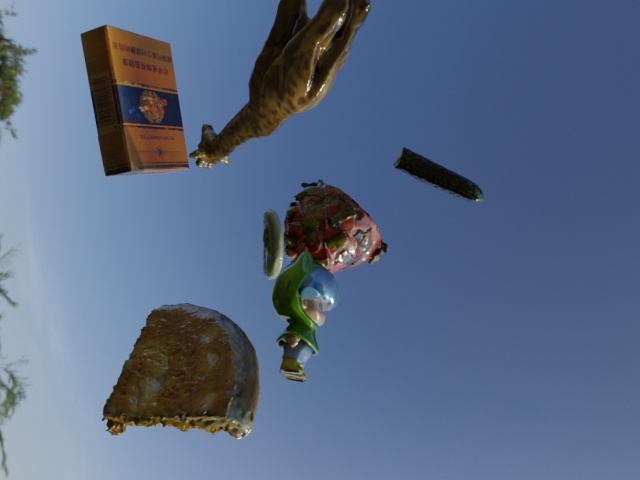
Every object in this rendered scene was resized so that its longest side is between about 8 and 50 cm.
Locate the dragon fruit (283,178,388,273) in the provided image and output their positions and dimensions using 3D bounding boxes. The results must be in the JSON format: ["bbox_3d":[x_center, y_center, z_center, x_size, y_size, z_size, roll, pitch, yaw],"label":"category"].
[{"bbox_3d":[0.000,0.000,1.489,0.314,0.263,0.296,33,-18,45],"label":"dragon fruit"}]

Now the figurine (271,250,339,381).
[{"bbox_3d":[-0.041,0.159,1.018,0.143,0.162,0.263,2,-119,15],"label":"figurine"}]

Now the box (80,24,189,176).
[{"bbox_3d":[-0.321,-0.237,0.845,0.070,0.152,0.237,-2,-81,25],"label":"box"}]

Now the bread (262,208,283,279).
[{"bbox_3d":[-0.128,0.016,1.261,0.112,0.036,0.193,-161,-110,-66],"label":"bread"}]

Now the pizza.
[{"bbox_3d":[-0.209,0.200,0.705,0.335,0.226,0.086,28,-32,50],"label":"pizza"}]

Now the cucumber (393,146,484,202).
[{"bbox_3d":[0.264,-0.139,1.060,0.215,0.058,0.052,30,-94,14],"label":"cucumber"}]

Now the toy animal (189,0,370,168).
[{"bbox_3d":[-0.046,-0.146,0.432,0.275,0.054,0.149,-55,-130,34],"label":"toy animal"}]
